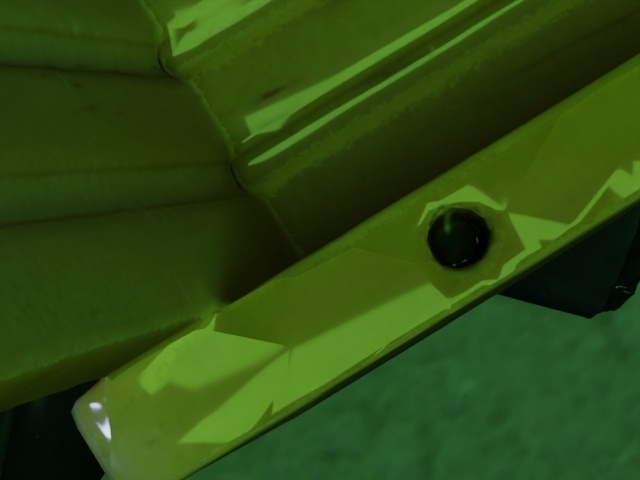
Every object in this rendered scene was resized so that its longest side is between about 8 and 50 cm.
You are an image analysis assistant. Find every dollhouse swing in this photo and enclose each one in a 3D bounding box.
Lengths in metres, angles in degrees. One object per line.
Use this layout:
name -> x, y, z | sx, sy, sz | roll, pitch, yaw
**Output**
dollhouse swing -> -0.035, -0.151, 0.411 | 0.315, 0.305, 0.347 | -31, 84, -1

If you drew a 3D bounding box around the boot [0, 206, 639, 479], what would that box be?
boot -> 0.000, 0.000, 0.615 | 0.207, 0.094, 0.246 | 13, 95, -9
